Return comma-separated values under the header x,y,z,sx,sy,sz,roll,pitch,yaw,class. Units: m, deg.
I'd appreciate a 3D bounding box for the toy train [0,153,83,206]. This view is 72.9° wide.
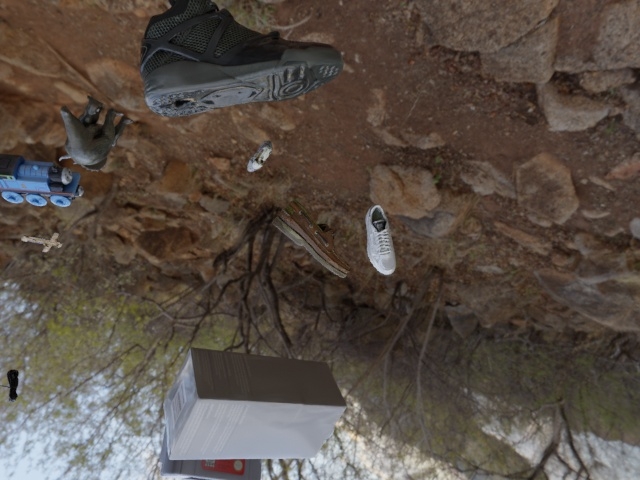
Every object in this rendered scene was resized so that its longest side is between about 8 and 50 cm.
x,y,z,sx,sy,sz,roll,pitch,yaw,class
-0.631,-0.132,0.959,0.184,0.080,0.105,4,147,-10,toy train

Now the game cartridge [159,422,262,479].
x,y,z,sx,sy,sz,roll,pitch,yaw,class
-0.237,0.460,1.022,0.294,0.060,0.196,41,-146,-45,game cartridge

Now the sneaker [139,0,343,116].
x,y,z,sx,sy,sz,roll,pitch,yaw,class
-0.089,-0.223,0.490,0.087,0.227,0.130,136,123,-79,sneaker

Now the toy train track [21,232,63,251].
x,y,z,sx,sy,sz,roll,pitch,yaw,class
-0.560,0.004,0.877,0.014,0.048,0.083,37,-175,24,toy train track

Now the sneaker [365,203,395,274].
x,y,z,sx,sy,sz,roll,pitch,yaw,class
0.199,-0.003,1.440,0.095,0.090,0.235,105,152,-78,sneaker

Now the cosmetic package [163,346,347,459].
x,y,z,sx,sy,sz,roll,pitch,yaw,class
-0.095,0.248,0.649,0.237,0.127,0.107,16,-157,-32,cosmetic package

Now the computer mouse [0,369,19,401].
x,y,z,sx,sy,sz,roll,pitch,yaw,class
-1.047,0.444,1.356,0.193,0.042,0.106,31,-146,-46,computer mouse

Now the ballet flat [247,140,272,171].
x,y,z,sx,sy,sz,roll,pitch,yaw,class
-0.176,-0.237,1.258,0.041,0.114,0.041,31,-153,-18,ballet flat

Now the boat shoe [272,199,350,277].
x,y,z,sx,sy,sz,roll,pitch,yaw,class
0.000,0.000,1.310,0.307,0.104,0.110,40,179,-31,boat shoe

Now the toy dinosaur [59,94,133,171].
x,y,z,sx,sy,sz,roll,pitch,yaw,class
-0.506,-0.225,0.964,0.121,0.160,0.313,23,-179,-25,toy dinosaur
